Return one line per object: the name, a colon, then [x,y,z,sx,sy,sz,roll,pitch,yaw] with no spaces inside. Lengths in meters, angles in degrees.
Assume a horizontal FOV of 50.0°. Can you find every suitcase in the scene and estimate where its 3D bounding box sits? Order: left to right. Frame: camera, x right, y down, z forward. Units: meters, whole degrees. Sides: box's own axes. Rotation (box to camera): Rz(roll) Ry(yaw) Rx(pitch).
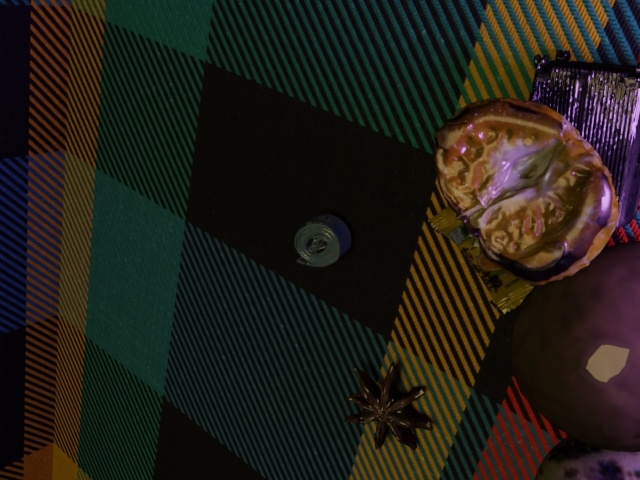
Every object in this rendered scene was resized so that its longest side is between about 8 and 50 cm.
suitcase: [0.546,-0.204,1.395,0.229,0.152,0.335,17,116,36]

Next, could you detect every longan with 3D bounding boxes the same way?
longan: [0.587,0.206,1.320,0.435,0.404,0.404,-34,82,39]

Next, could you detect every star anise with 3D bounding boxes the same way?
star anise: [0.180,0.470,1.925,0.288,0.088,0.289,6,106,21]

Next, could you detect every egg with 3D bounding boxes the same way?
egg: [0.656,0.581,1.419,0.427,0.345,0.345,26,119,16]

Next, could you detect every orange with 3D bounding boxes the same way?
orange: [0.400,-0.108,1.307,0.271,0.210,0.369,-43,73,33]

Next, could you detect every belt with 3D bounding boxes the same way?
belt: [0.007,-0.002,1.926,0.162,0.082,0.148,8,119,33]

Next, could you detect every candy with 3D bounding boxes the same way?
candy: [0.406,0.024,1.621,0.297,0.081,0.187,52,129,0]
